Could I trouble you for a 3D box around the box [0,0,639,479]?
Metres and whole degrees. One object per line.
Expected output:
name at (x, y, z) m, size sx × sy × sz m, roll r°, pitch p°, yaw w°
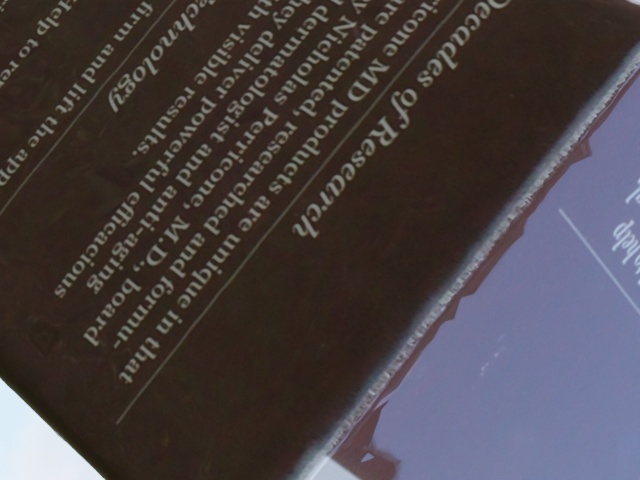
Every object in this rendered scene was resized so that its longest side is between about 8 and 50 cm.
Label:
box at (0.000, 0.000, 0.512) m, size 0.203 × 0.168 × 0.167 m, roll 36°, pitch -95°, yaw 37°
